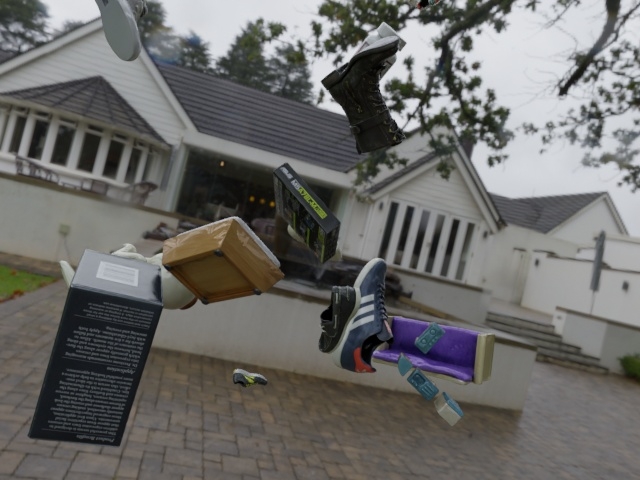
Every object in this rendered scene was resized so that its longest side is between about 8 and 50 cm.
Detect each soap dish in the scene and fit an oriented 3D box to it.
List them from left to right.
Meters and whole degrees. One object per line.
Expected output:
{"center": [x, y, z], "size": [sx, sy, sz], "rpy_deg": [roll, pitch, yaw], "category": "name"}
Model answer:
{"center": [-0.280, 0.067, 1.463], "size": [0.291, 0.118, 0.229], "rpy_deg": [-15, -53, 35], "category": "soap dish"}

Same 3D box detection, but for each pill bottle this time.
{"center": [0.166, -0.574, 1.688], "size": [0.121, 0.221, 0.121], "rpy_deg": [34, 25, -18], "category": "pill bottle"}

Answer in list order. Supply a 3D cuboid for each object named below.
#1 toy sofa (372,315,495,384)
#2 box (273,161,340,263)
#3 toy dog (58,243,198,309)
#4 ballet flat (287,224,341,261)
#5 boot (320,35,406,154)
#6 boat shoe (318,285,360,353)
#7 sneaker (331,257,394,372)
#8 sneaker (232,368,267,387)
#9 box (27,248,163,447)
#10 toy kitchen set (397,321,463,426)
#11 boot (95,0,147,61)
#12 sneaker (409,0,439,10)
{"center": [0.349, 0.338, 1.673], "size": [0.363, 0.150, 0.177], "rpy_deg": [6, -3, 39], "category": "toy sofa"}
{"center": [-0.033, -0.055, 1.167], "size": [0.184, 0.045, 0.190], "rpy_deg": [47, -17, 16], "category": "box"}
{"center": [-0.615, 0.166, 1.793], "size": [0.408, 0.284, 0.395], "rpy_deg": [-23, 36, -30], "category": "toy dog"}
{"center": [0.000, 0.000, 1.818], "size": [0.249, 0.086, 0.086], "rpy_deg": [27, -8, -32], "category": "ballet flat"}
{"center": [0.135, -0.330, 1.242], "size": [0.263, 0.091, 0.229], "rpy_deg": [-17, -69, 53], "category": "boot"}
{"center": [0.031, 0.205, 1.371], "size": [0.079, 0.233, 0.084], "rpy_deg": [7, 39, -19], "category": "boat shoe"}
{"center": [0.163, 0.227, 1.567], "size": [0.148, 0.349, 0.131], "rpy_deg": [12, -11, 34], "category": "sneaker"}
{"center": [-0.164, 0.324, 1.215], "size": [0.083, 0.035, 0.031], "rpy_deg": [18, -39, -10], "category": "sneaker"}
{"center": [-0.559, 0.264, 1.346], "size": [0.212, 0.395, 0.293], "rpy_deg": [16, 10, -21], "category": "box"}
{"center": [0.322, 0.346, 1.397], "size": [0.207, 0.166, 0.122], "rpy_deg": [43, 2, 7], "category": "toy kitchen set"}
{"center": [-0.454, -0.544, 1.250], "size": [0.095, 0.258, 0.123], "rpy_deg": [-22, -1, 34], "category": "boot"}
{"center": [0.345, -0.824, 1.810], "size": [0.161, 0.075, 0.057], "rpy_deg": [26, -26, 54], "category": "sneaker"}
